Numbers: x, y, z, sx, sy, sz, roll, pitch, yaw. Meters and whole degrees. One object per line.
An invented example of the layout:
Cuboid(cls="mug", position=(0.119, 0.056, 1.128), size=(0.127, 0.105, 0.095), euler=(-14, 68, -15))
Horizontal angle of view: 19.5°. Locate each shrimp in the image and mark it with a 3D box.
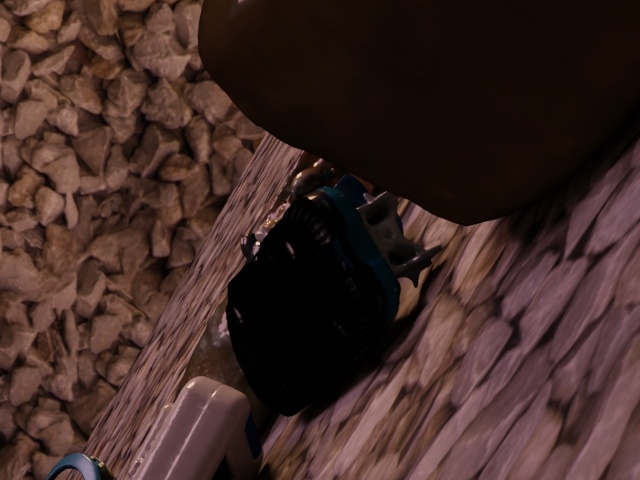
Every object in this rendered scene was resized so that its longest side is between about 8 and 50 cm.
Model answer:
Cuboid(cls="shrimp", position=(-0.048, 0.079, 1.802), size=(0.445, 0.110, 0.221), euler=(-60, -2, 25))

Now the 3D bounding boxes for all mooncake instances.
Cuboid(cls="mooncake", position=(0.129, -0.248, 1.243), size=(0.467, 0.262, 0.467), euler=(-58, 5, 8))

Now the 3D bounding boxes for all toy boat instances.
Cuboid(cls="toy boat", position=(0.008, 0.050, 1.546), size=(0.092, 0.134, 0.299), euler=(-23, -11, -24))

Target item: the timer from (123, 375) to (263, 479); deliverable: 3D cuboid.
Cuboid(cls="timer", position=(-0.137, 0.247, 1.571), size=(0.253, 0.078, 0.178), euler=(-61, -16, -21))

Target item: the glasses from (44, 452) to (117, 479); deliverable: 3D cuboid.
Cuboid(cls="glasses", position=(-0.221, 0.307, 1.726), size=(0.207, 0.102, 0.239), euler=(-1, -69, -76))

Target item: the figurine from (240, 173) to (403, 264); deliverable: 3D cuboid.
Cuboid(cls="figurine", position=(0.000, 0.000, 1.622), size=(0.149, 0.086, 0.087), euler=(-19, 69, 32))
